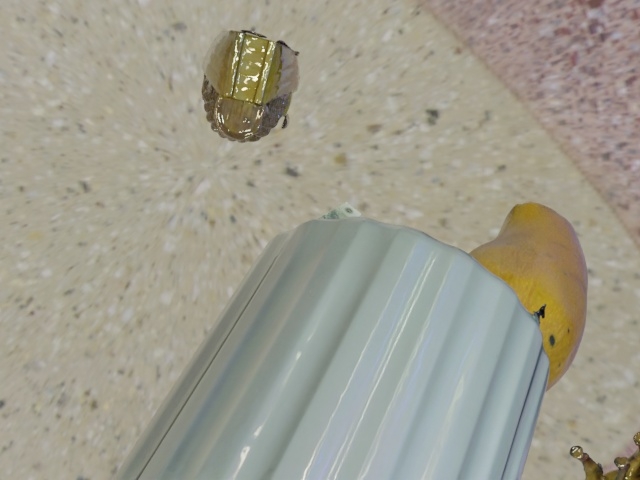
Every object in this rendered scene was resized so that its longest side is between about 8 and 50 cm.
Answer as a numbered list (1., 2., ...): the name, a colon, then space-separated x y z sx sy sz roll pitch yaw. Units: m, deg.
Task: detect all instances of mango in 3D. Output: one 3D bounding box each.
1. mango: 0.241 0.082 1.597 0.144 0.359 0.187 -23 101 36

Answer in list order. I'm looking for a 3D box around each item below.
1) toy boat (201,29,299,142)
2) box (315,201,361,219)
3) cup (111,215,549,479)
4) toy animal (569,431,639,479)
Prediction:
1. toy boat: -0.035 -0.072 0.630 0.047 0.149 0.049 14 95 -3
2. box: 0.000 0.000 1.301 0.024 0.083 0.054 39 131 19
3. cup: 0.019 0.124 0.567 0.221 0.167 0.202 42 51 -19
4. toy animal: 0.335 0.326 1.659 0.149 0.275 0.054 5 49 -27
